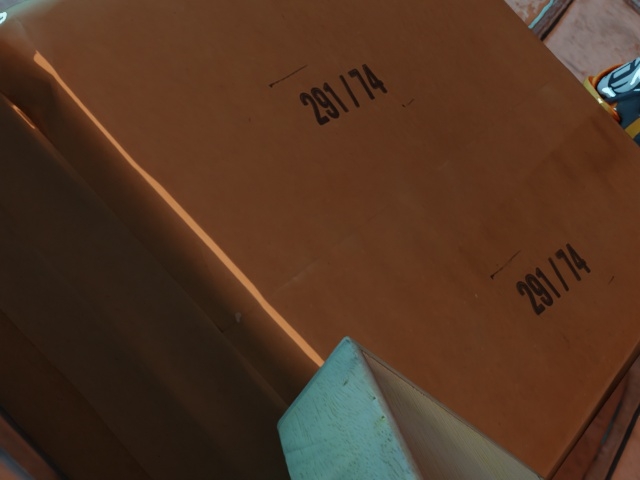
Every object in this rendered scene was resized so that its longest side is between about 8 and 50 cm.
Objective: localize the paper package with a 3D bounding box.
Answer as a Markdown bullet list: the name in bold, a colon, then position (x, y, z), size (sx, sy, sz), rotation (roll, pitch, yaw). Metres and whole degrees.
- **paper package**: position (0.000, 0.000, 0.725), size (0.309, 0.168, 0.325), rotation (48, 38, 1)

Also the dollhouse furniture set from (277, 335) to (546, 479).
- **dollhouse furniture set**: position (-0.017, 0.173, 0.477), size (0.212, 0.242, 0.161), rotation (36, 6, -12)

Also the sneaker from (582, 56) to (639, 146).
- **sneaker**: position (0.131, -0.089, 0.905), size (0.321, 0.180, 0.124), rotation (46, 39, 0)
